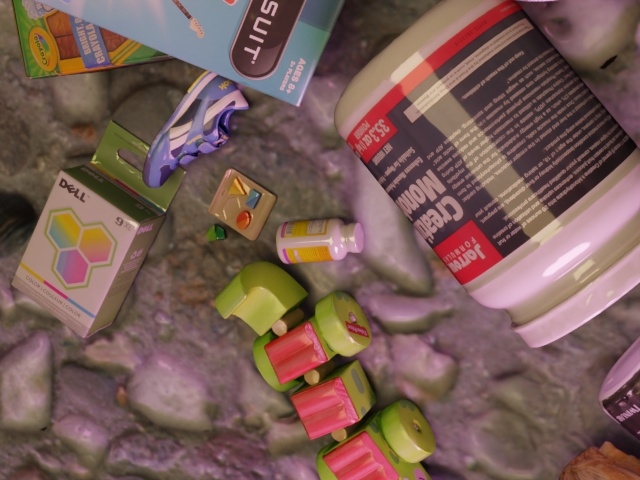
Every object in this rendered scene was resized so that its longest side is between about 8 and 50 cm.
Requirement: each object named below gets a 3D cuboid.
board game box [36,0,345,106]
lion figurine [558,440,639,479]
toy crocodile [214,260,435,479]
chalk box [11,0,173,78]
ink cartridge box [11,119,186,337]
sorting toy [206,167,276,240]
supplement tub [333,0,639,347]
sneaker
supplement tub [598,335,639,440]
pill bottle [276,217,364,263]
[{"bbox_3d":[-0.123,-0.292,0.829,0.336,0.079,0.254,20,114,-11],"label":"board game box"},{"bbox_3d":[0.269,0.394,0.970,0.240,0.142,0.392,33,115,18],"label":"lion figurine"},{"bbox_3d":[0.018,0.168,1.026,0.115,0.105,0.340,-31,90,23],"label":"toy crocodile"},{"bbox_3d":[-0.221,-0.235,1.010,0.213,0.132,0.132,-6,100,21],"label":"chalk box"},{"bbox_3d":[-0.243,-0.012,1.105,0.109,0.062,0.209,34,110,11],"label":"ink cartridge box"},{"bbox_3d":[-0.089,-0.026,1.073,0.062,0.012,0.083,32,110,11],"label":"sorting toy"},{"bbox_3d":[0.160,-0.064,0.877,0.191,0.191,0.272,-40,86,23],"label":"supplement tub"},{"bbox_3d":[-0.130,-0.106,1.044,0.059,0.053,0.144,37,104,-2],"label":"sneaker"},{"bbox_3d":[0.353,0.161,0.896,0.190,0.117,0.117,40,112,7],"label":"supplement tub"},{"bbox_3d":[0.000,0.000,1.029,0.083,0.043,0.043,-4,100,21],"label":"pill bottle"}]
